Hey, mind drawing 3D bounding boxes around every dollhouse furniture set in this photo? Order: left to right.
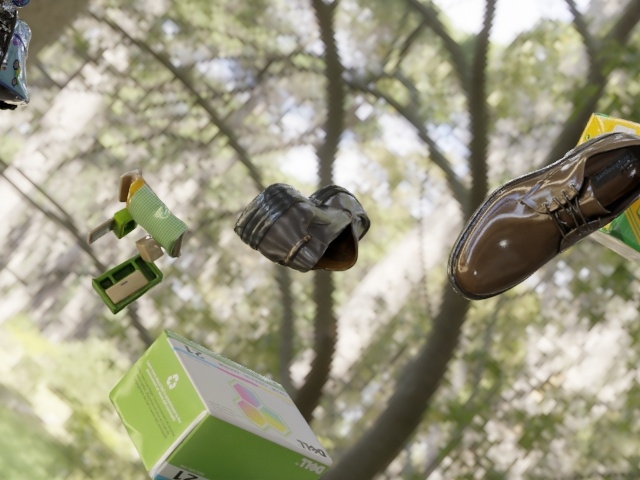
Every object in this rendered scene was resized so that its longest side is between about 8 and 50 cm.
[{"bbox_3d":[-0.169,0.006,1.324,0.076,0.058,0.151,51,-24,13],"label":"dollhouse furniture set"}]

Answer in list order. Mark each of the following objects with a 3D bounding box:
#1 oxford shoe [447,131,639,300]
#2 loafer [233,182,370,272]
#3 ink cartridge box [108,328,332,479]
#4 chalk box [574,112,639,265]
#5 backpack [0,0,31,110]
[{"bbox_3d":[0.210,-0.027,1.345,0.083,0.227,0.096,52,-7,-8],"label":"oxford shoe"},{"bbox_3d":[0.000,0.000,1.053,0.061,0.062,0.170,44,19,16],"label":"loafer"},{"bbox_3d":[-0.073,0.226,1.461,0.189,0.097,0.255,31,14,-42],"label":"ink cartridge box"},{"bbox_3d":[0.395,-0.036,1.731,0.213,0.132,0.132,27,1,-30],"label":"chalk box"},{"bbox_3d":[-0.309,-0.177,1.229,0.158,0.117,0.173,14,-10,21],"label":"backpack"}]
